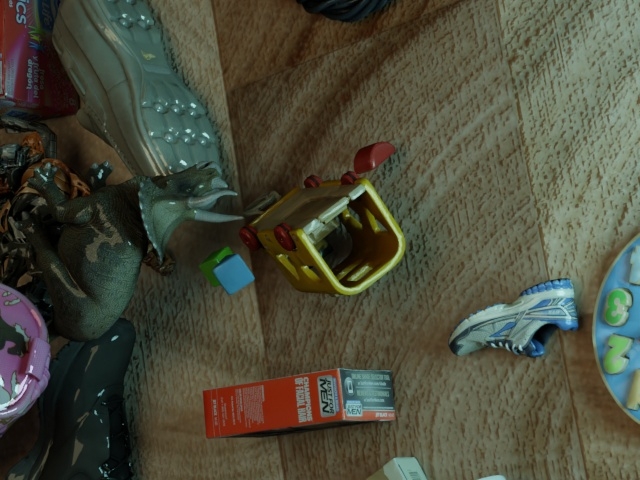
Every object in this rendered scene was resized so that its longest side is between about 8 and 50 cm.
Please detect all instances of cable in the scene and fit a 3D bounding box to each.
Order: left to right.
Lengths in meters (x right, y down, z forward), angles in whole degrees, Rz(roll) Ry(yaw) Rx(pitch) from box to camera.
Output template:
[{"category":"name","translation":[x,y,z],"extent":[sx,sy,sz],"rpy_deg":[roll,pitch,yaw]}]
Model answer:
[{"category":"cable","translation":[0.024,-0.296,1.776],"extent":[0.184,0.047,0.150],"rpy_deg":[31,102,33]}]

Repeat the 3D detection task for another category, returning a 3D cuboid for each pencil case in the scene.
[{"category":"pencil case","translation":[-0.410,0.179,1.875],"extent":[0.160,0.167,0.386],"rpy_deg":[62,147,14]}]

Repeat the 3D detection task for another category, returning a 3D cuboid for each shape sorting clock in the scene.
[{"category":"shape sorting clock","translation":[0.328,0.073,1.518],"extent":[0.206,0.040,0.206],"rpy_deg":[-5,82,35]}]

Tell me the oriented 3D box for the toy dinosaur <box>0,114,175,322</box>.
[{"category":"toy dinosaur","translation":[-0.321,-0.021,1.925],"extent":[0.322,0.164,0.218],"rpy_deg":[16,83,38]}]

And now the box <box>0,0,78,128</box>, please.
[{"category":"box","translation":[-0.361,-0.266,1.999],"extent":[0.128,0.122,0.257],"rpy_deg":[-8,79,34]}]

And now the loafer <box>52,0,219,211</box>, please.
[{"category":"loafer","translation":[-0.202,-0.142,1.888],"extent":[0.111,0.112,0.319],"rpy_deg":[-45,56,32]}]

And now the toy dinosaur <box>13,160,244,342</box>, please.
[{"category":"toy dinosaur","translation":[-0.232,0.022,1.764],"extent":[0.160,0.121,0.313],"rpy_deg":[48,111,31]}]

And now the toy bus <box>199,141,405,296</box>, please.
[{"category":"toy bus","translation":[0.000,0.003,1.717],"extent":[0.191,0.202,0.104],"rpy_deg":[-28,104,27]}]

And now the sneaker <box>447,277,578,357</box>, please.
[{"category":"sneaker","translation":[0.178,0.084,1.618],"extent":[0.135,0.052,0.058],"rpy_deg":[-28,73,30]}]

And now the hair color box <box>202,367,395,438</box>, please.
[{"category":"hair color box","translation":[-0.022,0.161,1.723],"extent":[0.167,0.093,0.053],"rpy_deg":[-13,78,34]}]

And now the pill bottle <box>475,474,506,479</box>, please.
[{"category":"pill bottle","translation":[0.161,0.287,1.587],"extent":[0.078,0.078,0.137],"rpy_deg":[-33,66,28]}]

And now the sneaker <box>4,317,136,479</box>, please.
[{"category":"sneaker","translation":[-0.246,0.219,1.884],"extent":[0.130,0.109,0.286],"rpy_deg":[28,105,23]}]

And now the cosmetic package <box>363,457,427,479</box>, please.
[{"category":"cosmetic package","translation":[0.053,0.262,1.689],"extent":[0.115,0.041,0.060],"rpy_deg":[-41,63,24]}]
